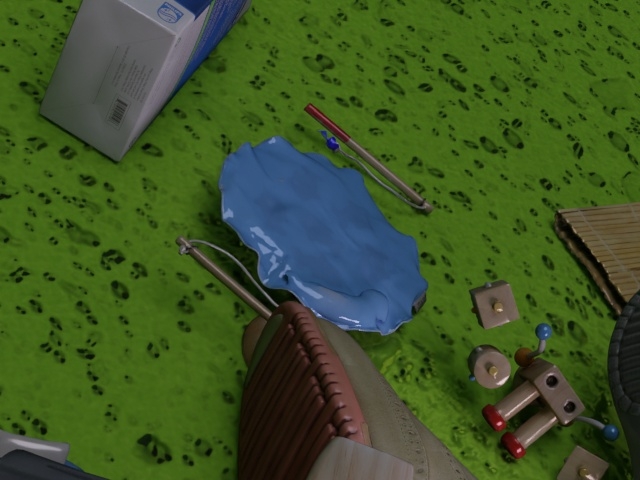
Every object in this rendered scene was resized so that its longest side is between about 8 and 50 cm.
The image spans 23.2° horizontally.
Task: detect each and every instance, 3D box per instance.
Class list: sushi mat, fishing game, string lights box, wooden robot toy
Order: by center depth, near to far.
[{"bbox_3d":[0.151,0.108,1.155,0.173,0.076,0.079,56,0,-8],"label":"wooden robot toy"},{"bbox_3d":[0.000,0.000,1.176,0.189,0.041,0.264,38,34,-5],"label":"fishing game"},{"bbox_3d":[-0.110,-0.189,1.216,0.076,0.133,0.260,32,40,0],"label":"string lights box"},{"bbox_3d":[0.358,0.021,1.395,0.316,0.019,0.151,-6,52,-37],"label":"sushi mat"}]

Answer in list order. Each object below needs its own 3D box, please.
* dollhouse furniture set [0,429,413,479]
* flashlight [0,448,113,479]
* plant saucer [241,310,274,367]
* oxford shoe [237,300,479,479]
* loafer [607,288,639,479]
[{"bbox_3d":[-0.144,0.200,0.752,0.303,0.198,0.286,21,47,-11],"label":"dollhouse furniture set"},{"bbox_3d":[-0.232,0.107,0.723,0.304,0.103,0.103,13,57,18],"label":"flashlight"},{"bbox_3d":[-0.015,0.079,1.105,0.083,0.015,0.083,17,43,-17],"label":"plant saucer"},{"bbox_3d":[0.057,0.192,0.934,0.146,0.140,0.397,7,38,-29],"label":"oxford shoe"},{"bbox_3d":[0.271,0.136,1.130,0.087,0.094,0.251,37,45,-39],"label":"loafer"}]
